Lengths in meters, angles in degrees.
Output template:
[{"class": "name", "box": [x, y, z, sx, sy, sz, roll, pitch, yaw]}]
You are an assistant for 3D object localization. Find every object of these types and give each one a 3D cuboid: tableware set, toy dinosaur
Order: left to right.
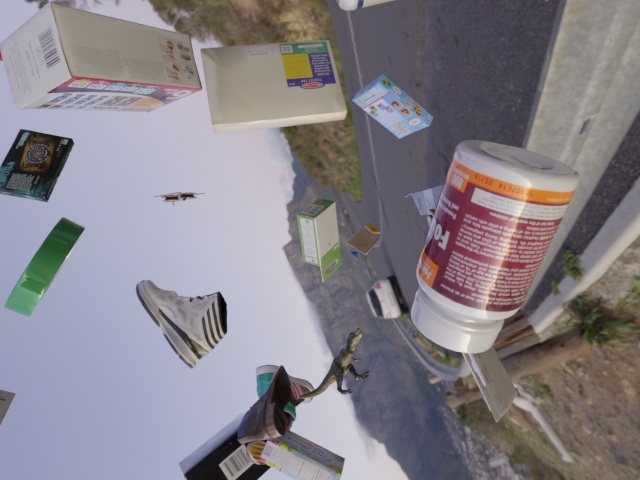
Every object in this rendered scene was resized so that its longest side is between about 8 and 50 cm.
[{"class": "tableware set", "box": [-0.584, -0.171, 1.777, 0.128, 0.194, 0.039, -5, -88, -52]}, {"class": "toy dinosaur", "box": [0.066, 0.395, 1.280, 0.118, 0.268, 0.064, 31, 163, 35]}]

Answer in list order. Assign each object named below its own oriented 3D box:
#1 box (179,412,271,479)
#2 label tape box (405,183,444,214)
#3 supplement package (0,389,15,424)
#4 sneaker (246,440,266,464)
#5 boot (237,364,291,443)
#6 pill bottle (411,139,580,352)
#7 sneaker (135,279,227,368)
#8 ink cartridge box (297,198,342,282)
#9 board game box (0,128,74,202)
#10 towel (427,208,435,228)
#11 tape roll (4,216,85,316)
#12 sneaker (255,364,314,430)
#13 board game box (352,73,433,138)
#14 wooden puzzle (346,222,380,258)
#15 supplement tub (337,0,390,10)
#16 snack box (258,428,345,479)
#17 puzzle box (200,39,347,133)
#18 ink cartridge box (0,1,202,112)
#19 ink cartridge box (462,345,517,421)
[{"class": "box", "box": [-0.333, 0.790, 1.548, 0.183, 0.296, 0.294, 55, 151, 5]}, {"class": "label tape box", "box": [0.541, -0.183, 1.776, 0.347, 0.249, 0.115, 172, 84, -77]}, {"class": "supplement package", "box": [-0.766, 0.427, 0.817, 0.198, 0.199, 0.263, 28, -171, -26]}, {"class": "sneaker", "box": [-0.198, 0.678, 1.375, 0.185, 0.084, 0.070, 49, -136, -48]}, {"class": "boot", "box": [-0.134, 0.387, 1.030, 0.082, 0.106, 0.219, 63, -169, -17]}, {"class": "pill bottle", "box": [0.326, 0.017, 0.872, 0.224, 0.224, 0.392, -103, 22, -62]}, {"class": "sneaker", "box": [-0.519, 0.263, 1.684, 0.447, 0.257, 0.169, 41, 158, 29]}, {"class": "ink cartridge box", "box": [0.000, 0.000, 1.214, 0.109, 0.062, 0.209, -42, -46, -45]}, {"class": "board game box", "box": [-0.711, -0.189, 1.065, 0.026, 0.126, 0.186, 115, 163, -60]}, {"class": "towel", "box": [0.456, 0.068, 1.584, 0.324, 0.056, 0.312, -70, -40, -68]}, {"class": "tape roll", "box": [-0.863, 0.079, 1.355, 0.077, 0.321, 0.321, 32, -159, -24]}, {"class": "sneaker", "box": [-0.107, 0.534, 1.396, 0.295, 0.123, 0.178, 45, -148, -44]}, {"class": "board game box", "box": [0.225, -0.415, 1.352, 0.211, 0.039, 0.160, 34, 164, -20]}, {"class": "wooden puzzle", "box": [0.118, 0.003, 1.183, 0.078, 0.116, 0.014, 36, 153, 35]}, {"class": "supplement tub", "box": [0.180, -0.662, 0.938, 0.235, 0.324, 0.235, -12, -90, -88]}, {"class": "snack box", "box": [-0.043, 0.586, 1.148, 0.174, 0.207, 0.070, 65, -133, -74]}, {"class": "puzzle box", "box": [-0.142, -0.474, 1.312, 0.052, 0.408, 0.272, 114, 146, -70]}, {"class": "ink cartridge box", "box": [-0.467, -0.354, 0.912, 0.309, 0.271, 0.130, -24, -76, -56]}, {"class": "ink cartridge box", "box": [0.499, 0.399, 1.390, 0.385, 0.091, 0.308, 9, -126, -57]}]
